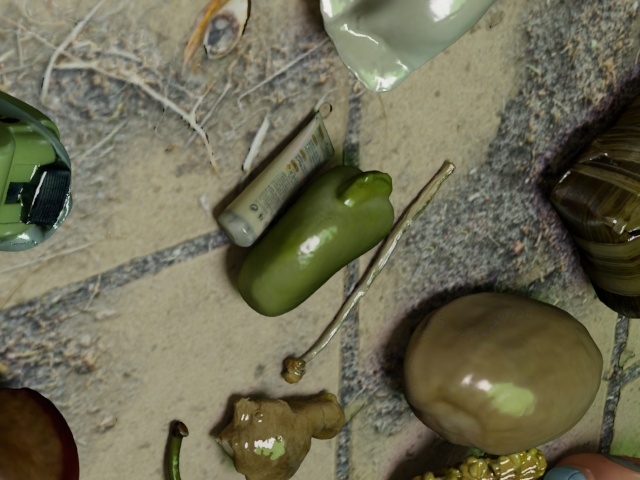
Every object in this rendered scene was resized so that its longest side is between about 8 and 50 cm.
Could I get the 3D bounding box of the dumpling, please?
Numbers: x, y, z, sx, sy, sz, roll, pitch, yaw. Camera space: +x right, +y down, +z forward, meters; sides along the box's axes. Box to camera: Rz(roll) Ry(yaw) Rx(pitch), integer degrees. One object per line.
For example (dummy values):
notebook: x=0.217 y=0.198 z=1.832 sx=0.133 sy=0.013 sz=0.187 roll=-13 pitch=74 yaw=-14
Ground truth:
dumpling: x=0.081 y=-0.243 z=1.113 sx=0.151 sy=0.124 sz=0.229 roll=48 pitch=70 yaw=-12

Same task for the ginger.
ginger: x=-0.033 y=0.207 z=1.308 sx=0.165 sy=0.067 sz=0.096 roll=3 pitch=91 yaw=-45

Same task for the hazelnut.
hazelnut: x=-0.295 y=0.197 z=1.002 sx=0.201 sy=0.160 sz=0.170 roll=5 pitch=101 yaw=-6

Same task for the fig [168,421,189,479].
fig: x=-0.107 y=0.283 z=1.270 sx=0.124 sy=0.124 sz=0.236 roll=-37 pitch=117 yaw=-21

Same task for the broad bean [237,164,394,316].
broad bean: x=0.000 y=0.000 z=1.185 sx=0.174 sy=0.082 sz=0.124 roll=-46 pitch=168 yaw=-18

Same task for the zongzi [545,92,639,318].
zongzi: x=0.409 y=-0.072 z=1.528 sx=0.288 sy=0.134 sz=0.286 roll=-54 pitch=146 yaw=-15

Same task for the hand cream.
hand cream: x=-0.039 y=-0.055 z=1.167 sx=0.143 sy=0.039 sz=0.061 roll=-48 pitch=140 yaw=-23

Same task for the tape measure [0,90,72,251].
tape measure: x=-0.257 y=-0.055 z=0.840 sx=0.175 sy=0.200 sz=0.106 roll=0 pitch=111 yaw=-57

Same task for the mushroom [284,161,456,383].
mushroom: x=0.052 y=0.033 z=1.321 sx=0.026 sy=0.028 sz=0.286 roll=40 pitch=82 yaw=-7

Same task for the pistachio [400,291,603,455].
pistachio: x=0.205 y=0.149 z=1.437 sx=0.293 sy=0.162 sz=0.182 roll=-3 pitch=73 yaw=-40

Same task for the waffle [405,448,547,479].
waffle: x=0.178 y=0.287 z=1.515 sx=0.191 sy=0.038 sz=0.191 roll=-14 pitch=156 yaw=-6

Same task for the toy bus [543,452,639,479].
toy bus: x=0.379 y=0.415 z=1.740 sx=0.232 sy=0.194 sz=0.288 roll=28 pitch=79 yaw=-24
